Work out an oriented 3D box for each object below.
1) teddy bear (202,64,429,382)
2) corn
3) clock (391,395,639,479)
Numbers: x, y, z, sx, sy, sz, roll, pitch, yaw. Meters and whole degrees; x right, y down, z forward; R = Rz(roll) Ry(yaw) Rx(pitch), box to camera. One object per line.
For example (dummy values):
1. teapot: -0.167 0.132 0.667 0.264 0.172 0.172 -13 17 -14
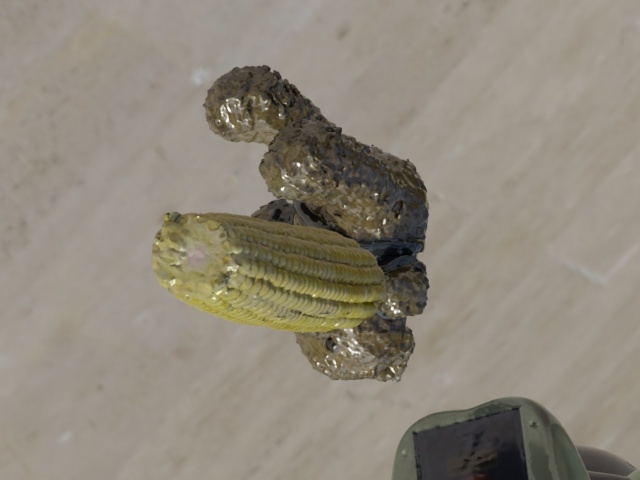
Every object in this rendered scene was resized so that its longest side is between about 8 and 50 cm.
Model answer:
1. teddy bear: 0.018 -0.010 1.265 0.129 0.182 0.251 -24 127 -16
2. corn: -0.028 0.018 0.985 0.165 0.085 0.063 12 108 -58
3. clock: 0.157 0.202 1.231 0.200 0.146 0.243 -21 147 19
